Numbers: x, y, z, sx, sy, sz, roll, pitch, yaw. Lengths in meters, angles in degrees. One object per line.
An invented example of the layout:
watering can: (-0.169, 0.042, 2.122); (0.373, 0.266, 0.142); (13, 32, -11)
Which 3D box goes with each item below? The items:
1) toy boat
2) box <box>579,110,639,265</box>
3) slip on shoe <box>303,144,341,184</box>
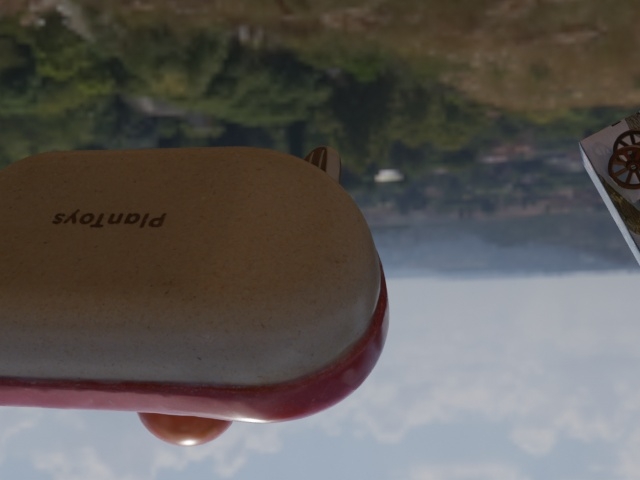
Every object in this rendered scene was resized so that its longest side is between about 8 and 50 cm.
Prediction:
toy boat: (-0.077, 0.046, 0.750); (0.231, 0.151, 0.151); (1, -136, 18)
box: (0.304, -0.003, 1.022); (0.159, 0.233, 0.044); (-27, 159, 4)
slip on shoe: (0.000, 0.000, 1.064); (0.041, 0.135, 0.051); (17, 162, -35)
